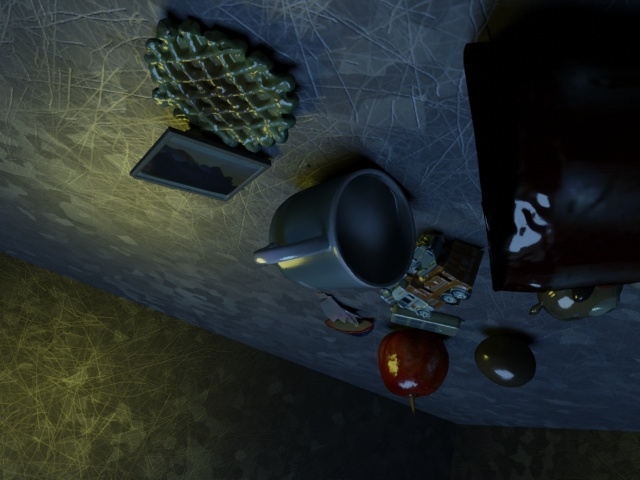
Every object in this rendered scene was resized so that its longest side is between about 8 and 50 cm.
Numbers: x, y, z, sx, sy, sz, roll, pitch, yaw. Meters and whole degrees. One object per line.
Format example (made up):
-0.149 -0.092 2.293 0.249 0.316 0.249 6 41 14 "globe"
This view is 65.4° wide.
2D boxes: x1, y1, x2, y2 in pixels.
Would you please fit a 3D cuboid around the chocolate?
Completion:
0.380 -0.112 0.677 0.332 0.383 0.383 -7 148 20 "chocolate"

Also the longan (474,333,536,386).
0.659 0.424 1.769 0.213 0.198 0.198 32 154 -2 "longan"

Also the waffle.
-0.193 -0.290 0.978 0.310 0.056 0.292 22 155 -8 "waffle"

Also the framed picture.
-0.274 -0.165 1.151 0.266 0.018 0.192 12 147 -43 "framed picture"

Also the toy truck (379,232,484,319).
0.294 0.103 1.403 0.185 0.132 0.338 30 151 -3 "toy truck"

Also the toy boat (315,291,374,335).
0.070 0.313 2.053 0.318 0.071 0.219 33 148 -24 "toy boat"

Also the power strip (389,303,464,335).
0.386 0.296 1.837 0.271 0.046 0.118 12 155 10 "power strip"

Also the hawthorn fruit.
0.366 0.516 1.977 0.288 0.329 0.287 4 158 1 "hawthorn fruit"

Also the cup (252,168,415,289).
0.000 0.000 1.139 0.357 0.259 0.275 -17 -176 -40 "cup"

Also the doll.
0.596 0.066 1.081 0.174 0.235 0.329 56 154 20 "doll"

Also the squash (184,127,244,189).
-0.260 -0.180 1.232 0.095 0.094 0.224 2 158 30 "squash"
